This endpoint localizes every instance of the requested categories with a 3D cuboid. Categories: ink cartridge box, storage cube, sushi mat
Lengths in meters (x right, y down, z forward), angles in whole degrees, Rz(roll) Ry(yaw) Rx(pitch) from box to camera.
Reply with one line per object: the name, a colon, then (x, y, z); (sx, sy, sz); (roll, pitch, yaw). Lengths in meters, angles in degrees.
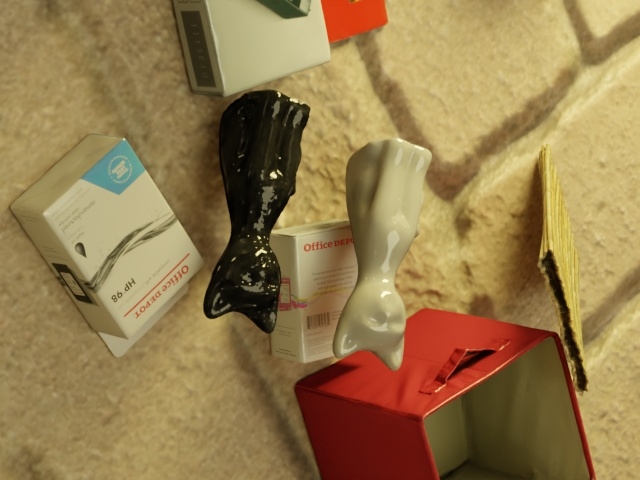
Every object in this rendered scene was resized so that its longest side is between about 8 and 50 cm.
ink cartridge box: (-0.001, 0.045, 1.791); (0.088, 0.052, 0.122); (-11, 103, -37)
ink cartridge box: (-0.173, 0.010, 1.645); (0.104, 0.060, 0.180); (-46, 121, -25)
storage cube: (0.121, 0.191, 1.817); (0.184, 0.193, 0.215); (-29, 112, -32)
sushi mat: (0.236, 0.021, 1.865); (0.316, 0.019, 0.151); (-74, 148, -69)
ink cartridge box: (-0.035, -0.292, 1.716); (0.239, 0.060, 0.275); (-22, 109, -33)

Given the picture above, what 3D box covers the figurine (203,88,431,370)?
figurine: (0.000, 0.000, 1.702); (0.215, 0.092, 0.209); (19, 65, -24)
